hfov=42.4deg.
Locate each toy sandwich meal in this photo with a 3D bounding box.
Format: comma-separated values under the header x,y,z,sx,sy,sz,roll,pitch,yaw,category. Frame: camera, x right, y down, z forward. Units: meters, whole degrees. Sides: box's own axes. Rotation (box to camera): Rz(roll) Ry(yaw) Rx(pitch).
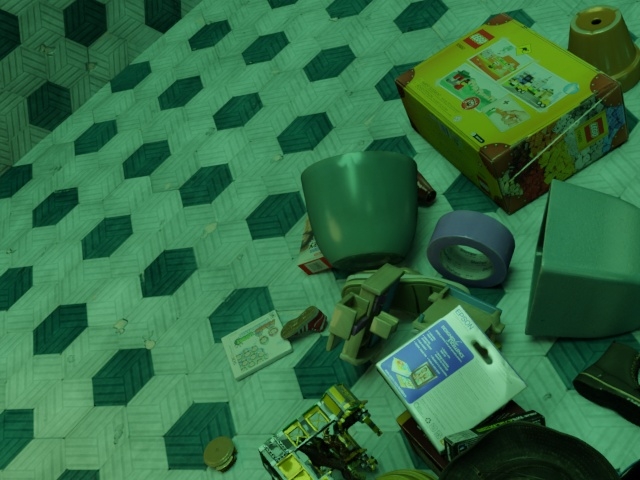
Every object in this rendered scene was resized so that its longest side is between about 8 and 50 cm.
x,y,z,sx,sy,sz,roll,pitch,yaw,category
-0.224,0.481,1.859,0.086,0.029,0.085,-18,40,16,toy sandwich meal

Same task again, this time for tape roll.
x,y,z,sx,sy,sz,roll,pitch,yaw,category
0.344,0.021,1.891,0.189,0.189,0.080,5,52,31,tape roll

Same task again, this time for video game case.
x,y,z,sx,sy,sz,roll,pitch,yaw,category
-0.159,0.258,2.046,0.157,0.019,0.143,-28,43,-1,video game case

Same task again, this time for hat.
x,y,z,sx,sy,sz,roll,pitch,yaw,category
0.337,0.472,1.352,0.331,0.331,0.134,-11,10,18,hat

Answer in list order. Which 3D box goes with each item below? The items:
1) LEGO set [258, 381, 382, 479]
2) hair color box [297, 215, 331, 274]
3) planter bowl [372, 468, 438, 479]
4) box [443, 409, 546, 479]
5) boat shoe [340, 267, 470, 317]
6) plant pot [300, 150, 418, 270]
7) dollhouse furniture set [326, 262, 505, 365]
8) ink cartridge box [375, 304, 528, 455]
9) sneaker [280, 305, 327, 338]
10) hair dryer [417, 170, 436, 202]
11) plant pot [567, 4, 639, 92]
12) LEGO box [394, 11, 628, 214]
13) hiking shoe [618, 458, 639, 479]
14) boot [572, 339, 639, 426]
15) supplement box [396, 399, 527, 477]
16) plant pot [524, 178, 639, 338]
x,y,z,sx,sy,sz,roll,pitch,yaw,category
0.028,0.449,1.570,0.255,0.331,0.192,-29,58,-27,LEGO set
0.000,0.000,2.167,0.093,0.053,0.167,-21,42,33,hair color box
0.144,0.520,1.585,0.217,0.090,0.217,-15,44,15,planter bowl
0.323,0.418,1.486,0.191,0.184,0.045,-12,9,-16,box
0.205,0.111,1.929,0.302,0.113,0.103,6,30,15,boat shoe
0.105,-0.058,2.027,0.293,0.293,0.235,-10,74,19,plant pot
0.202,0.227,1.752,0.303,0.198,0.286,24,28,20,dollhouse furniture set
0.248,0.261,1.567,0.208,0.045,0.206,-35,68,-6,ink cartridge box
-0.037,0.210,2.010,0.118,0.067,0.042,-37,44,17,sneaker
0.177,-0.123,2.224,0.294,0.080,0.223,-6,63,30,hair dryer
0.745,-0.515,2.204,0.205,0.188,0.205,-15,44,15,plant pot
0.487,-0.352,2.175,0.373,0.193,0.500,-32,42,-4,LEGO box
0.616,0.409,1.417,0.304,0.132,0.113,-33,43,-6,hiking shoe
0.612,0.273,1.601,0.137,0.076,0.198,-41,45,-21,boot
0.291,0.379,1.616,0.191,0.129,0.194,-38,44,-11,supplement box
0.578,0.055,1.712,0.252,0.247,0.247,9,52,11,plant pot
